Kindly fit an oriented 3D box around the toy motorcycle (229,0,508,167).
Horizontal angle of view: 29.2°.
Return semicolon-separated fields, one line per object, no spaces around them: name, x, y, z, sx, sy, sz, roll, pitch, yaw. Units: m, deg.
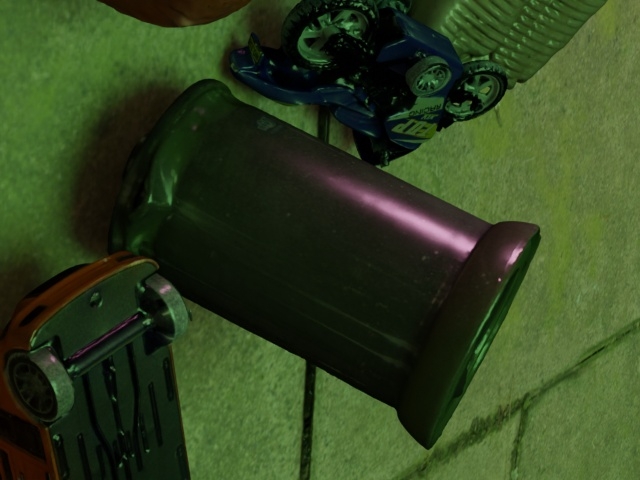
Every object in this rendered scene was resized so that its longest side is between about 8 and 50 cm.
toy motorcycle;0.051;-0.152;1.204;0.169;0.113;0.315;-41;145;28

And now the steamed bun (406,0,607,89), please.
steamed bun;0.182;-0.275;1.322;0.211;0.144;0.218;14;122;-44

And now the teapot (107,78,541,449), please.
teapot;0.000;0.000;1.046;0.200;0.337;0.270;-67;167;18

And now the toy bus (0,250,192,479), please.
toy bus;-0.191;0.163;0.992;0.143;0.153;0.329;-35;132;-42

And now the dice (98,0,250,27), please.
dice;-0.121;-0.272;0.889;0.174;0.179;0.175;-59;147;-20
